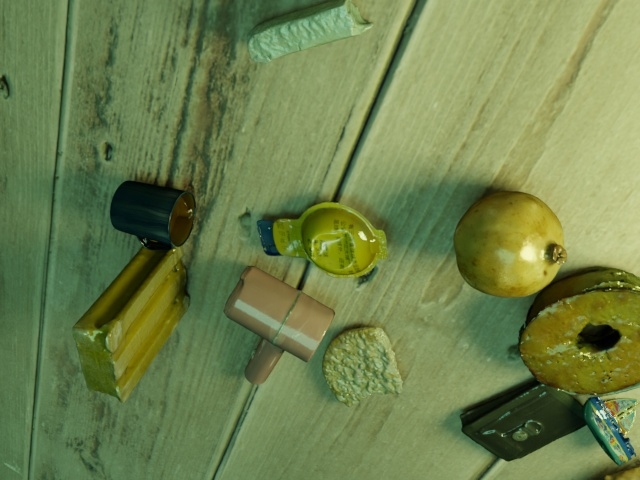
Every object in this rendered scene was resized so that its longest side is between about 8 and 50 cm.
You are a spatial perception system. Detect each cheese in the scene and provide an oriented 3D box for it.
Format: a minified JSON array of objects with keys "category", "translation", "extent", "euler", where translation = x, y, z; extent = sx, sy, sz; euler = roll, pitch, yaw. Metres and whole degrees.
[{"category":"cheese","translation":[0.000,0.000,1.361],"extent":[0.270,0.069,0.177],"euler":[2,124,23]}]

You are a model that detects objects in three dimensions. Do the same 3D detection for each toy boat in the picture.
[{"category":"toy boat","translation":[0.587,0.352,1.395],"extent":[0.110,0.091,0.175],"euler":[-35,106,1]}]

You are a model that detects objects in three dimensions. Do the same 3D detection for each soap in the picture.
[{"category":"soap","translation":[-0.383,0.156,1.462],"extent":[0.091,0.315,0.199],"euler":[10,128,14]}]

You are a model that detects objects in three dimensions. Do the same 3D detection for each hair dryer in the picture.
[{"category":"hair dryer","translation":[-0.126,0.221,1.547],"extent":[0.210,0.125,0.352],"euler":[29,136,0]}]

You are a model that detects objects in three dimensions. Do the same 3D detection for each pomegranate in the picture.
[{"category":"pomegranate","translation":[0.324,0.010,1.176],"extent":[0.196,0.196,0.196],"euler":[10,127,14]}]

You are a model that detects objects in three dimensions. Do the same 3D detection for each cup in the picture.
[{"category":"cup","translation":[-0.344,-0.041,1.426],"extent":[0.138,0.113,0.150],"euler":[13,104,14]}]

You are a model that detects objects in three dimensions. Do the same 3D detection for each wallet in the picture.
[{"category":"wallet","translation":[0.435,0.385,1.488],"extent":[0.168,0.052,0.245],"euler":[41,126,-14]}]

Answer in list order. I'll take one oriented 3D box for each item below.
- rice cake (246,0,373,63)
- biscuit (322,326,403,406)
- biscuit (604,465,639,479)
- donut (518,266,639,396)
[{"category":"rice cake","translation":[-0.025,-0.338,1.128],"extent":[0.207,0.069,0.063],"euler":[-8,121,27]},{"category":"biscuit","translation":[0.097,0.283,1.546],"extent":[0.188,0.040,0.265],"euler":[24,130,4]},{"category":"biscuit","translation":[0.769,0.628,1.498],"extent":[0.446,0.104,0.429],"euler":[35,128,-9]},{"category":"donut","translation":[0.499,0.158,1.268],"extent":[0.272,0.107,0.272],"euler":[7,127,10]}]
